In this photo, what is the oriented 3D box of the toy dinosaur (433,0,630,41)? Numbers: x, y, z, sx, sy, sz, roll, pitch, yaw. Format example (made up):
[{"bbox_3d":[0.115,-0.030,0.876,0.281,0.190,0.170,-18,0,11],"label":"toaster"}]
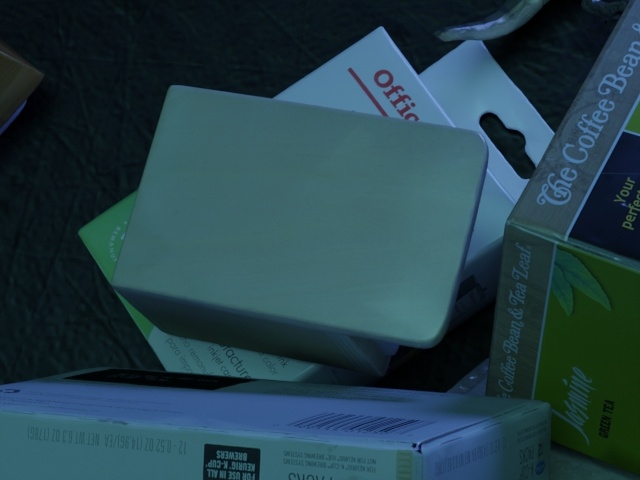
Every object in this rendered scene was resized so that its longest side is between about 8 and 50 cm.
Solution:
[{"bbox_3d":[0.216,-0.223,1.516,0.118,0.064,0.268,32,69,22],"label":"toy dinosaur"}]

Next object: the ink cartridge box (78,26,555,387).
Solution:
[{"bbox_3d":[0.023,-0.014,1.451,0.353,0.119,0.207,-35,68,-3],"label":"ink cartridge box"}]

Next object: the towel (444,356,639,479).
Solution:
[{"bbox_3d":[0.197,0.173,1.323,0.282,0.049,0.187,23,33,26],"label":"towel"}]

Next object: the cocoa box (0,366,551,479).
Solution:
[{"bbox_3d":[-0.052,0.213,1.218,0.347,0.231,0.228,2,93,25],"label":"cocoa box"}]

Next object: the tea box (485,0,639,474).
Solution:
[{"bbox_3d":[0.322,-0.005,1.289,0.323,0.220,0.329,22,54,16],"label":"tea box"}]

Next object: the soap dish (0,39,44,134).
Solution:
[{"bbox_3d":[-0.408,-0.141,1.578,0.291,0.118,0.229,38,81,21],"label":"soap dish"}]

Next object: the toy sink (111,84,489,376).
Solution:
[{"bbox_3d":[0.000,0.000,1.316,0.234,0.131,0.153,9,73,18],"label":"toy sink"}]
